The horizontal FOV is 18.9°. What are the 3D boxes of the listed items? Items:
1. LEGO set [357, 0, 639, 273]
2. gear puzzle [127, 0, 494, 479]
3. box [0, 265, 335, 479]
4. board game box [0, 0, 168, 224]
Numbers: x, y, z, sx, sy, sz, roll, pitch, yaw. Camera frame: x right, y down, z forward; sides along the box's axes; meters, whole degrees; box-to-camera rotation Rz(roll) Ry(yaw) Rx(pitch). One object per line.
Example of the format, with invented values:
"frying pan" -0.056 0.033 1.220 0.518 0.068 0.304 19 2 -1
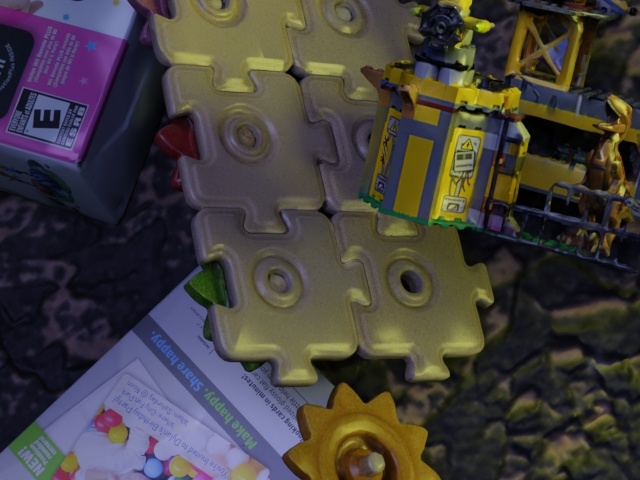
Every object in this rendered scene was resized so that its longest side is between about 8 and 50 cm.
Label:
"LEGO set" 0.189 -0.086 0.895 0.331 0.255 0.192 18 104 27
"gear puzzle" 0.000 0.000 0.986 0.175 0.044 0.339 1 66 -33
"box" -0.076 0.123 1.000 0.186 0.038 0.145 -43 71 -3
"board game box" -0.222 -0.163 1.086 0.303 0.097 0.224 15 76 16
